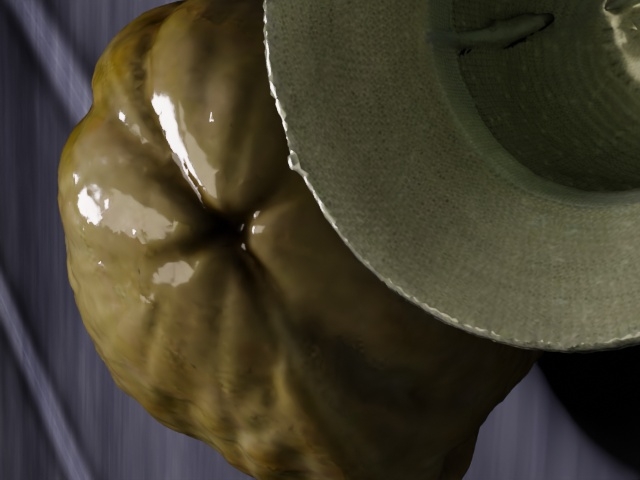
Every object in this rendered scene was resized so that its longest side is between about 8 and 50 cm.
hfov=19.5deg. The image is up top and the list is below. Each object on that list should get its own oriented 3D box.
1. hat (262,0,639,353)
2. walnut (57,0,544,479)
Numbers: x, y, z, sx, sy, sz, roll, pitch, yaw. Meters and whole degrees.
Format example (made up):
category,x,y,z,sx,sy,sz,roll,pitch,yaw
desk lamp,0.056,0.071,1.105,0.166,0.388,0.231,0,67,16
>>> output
category,x,y,z,sx,sy,sz,roll,pitch,yaw
hat,0.117,-0.088,0.704,0.257,0.130,0.257,0,89,32
walnut,0.000,0.000,0.854,0.283,0.227,0.283,53,-165,-21
